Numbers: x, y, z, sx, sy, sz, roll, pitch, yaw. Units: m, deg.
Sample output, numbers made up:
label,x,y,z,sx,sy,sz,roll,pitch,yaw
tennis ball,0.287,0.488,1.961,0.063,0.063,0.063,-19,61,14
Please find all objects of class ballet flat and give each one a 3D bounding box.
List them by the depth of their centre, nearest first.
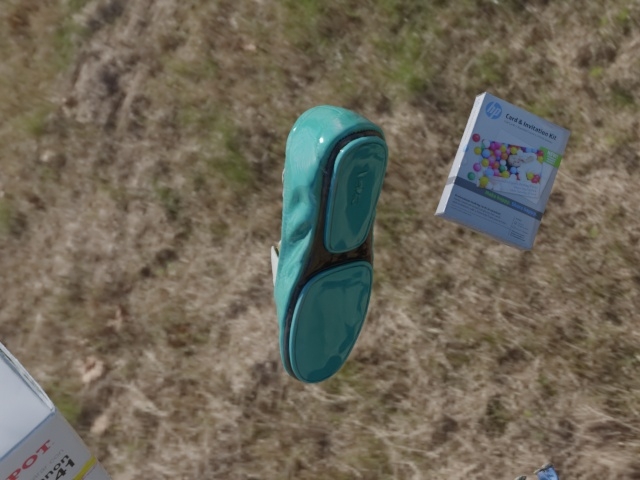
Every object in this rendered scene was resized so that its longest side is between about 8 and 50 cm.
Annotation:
label,x,y,z,sx,sy,sz,roll,pitch,yaw
ballet flat,0.000,0.000,0.792,0.087,0.083,0.247,48,139,44

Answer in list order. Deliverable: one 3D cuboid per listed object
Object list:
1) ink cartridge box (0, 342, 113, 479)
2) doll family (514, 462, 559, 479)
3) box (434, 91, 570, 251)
label,x,y,z,sx,sy,sz,roll,pitch,yaw
ink cartridge box,-0.330,0.259,0.952,0.131,0.306,0.226,38,68,23
doll family,0.351,0.444,1.594,0.193,0.076,0.111,111,145,-52
box,0.261,-0.096,1.399,0.038,0.145,0.186,166,126,-74
